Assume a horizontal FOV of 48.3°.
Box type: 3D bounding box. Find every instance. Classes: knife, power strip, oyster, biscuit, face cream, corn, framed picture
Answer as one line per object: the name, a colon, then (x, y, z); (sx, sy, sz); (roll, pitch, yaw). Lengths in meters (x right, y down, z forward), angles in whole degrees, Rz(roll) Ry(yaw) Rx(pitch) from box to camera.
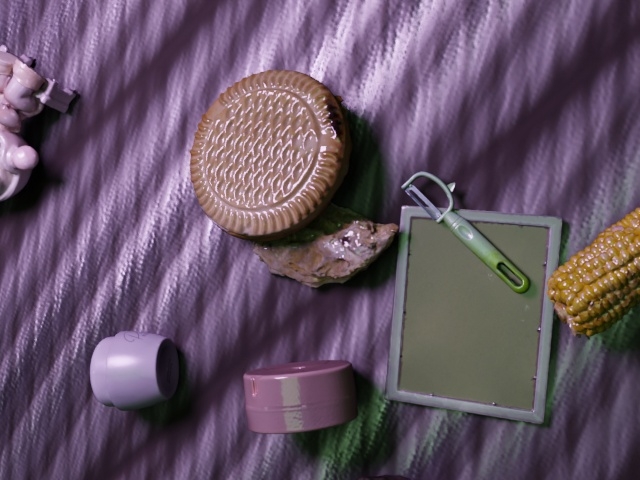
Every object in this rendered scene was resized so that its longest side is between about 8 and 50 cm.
knife: (0.197, -0.015, 0.931); (0.054, 0.015, 0.212); (-45, 76, 6)
power strip: (-0.025, 0.207, 0.957); (0.154, 0.154, 0.078); (-8, 85, 19)
oyster: (-0.006, 0.007, 0.990); (0.209, 0.072, 0.133); (21, 94, 19)
biscuit: (-0.074, -0.119, 0.984); (0.259, 0.079, 0.259); (-6, 74, 23)
face cream: (-0.274, 0.192, 1.057); (0.104, 0.117, 0.117); (-6, 88, 10)
corn: (0.398, 0.003, 0.836); (0.292, 0.101, 0.101); (-39, 79, 16)
framed picture: (0.200, 0.094, 0.947); (0.217, 0.017, 0.274); (7, 93, 19)

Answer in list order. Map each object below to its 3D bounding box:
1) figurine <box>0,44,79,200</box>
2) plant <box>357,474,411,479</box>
figurine: (-0.512, -0.170, 1.135); (0.182, 0.144, 0.256); (31, 98, -5)
plant: (0.101, 0.449, 0.899); (0.188, 0.199, 0.276); (-3, 86, 25)
